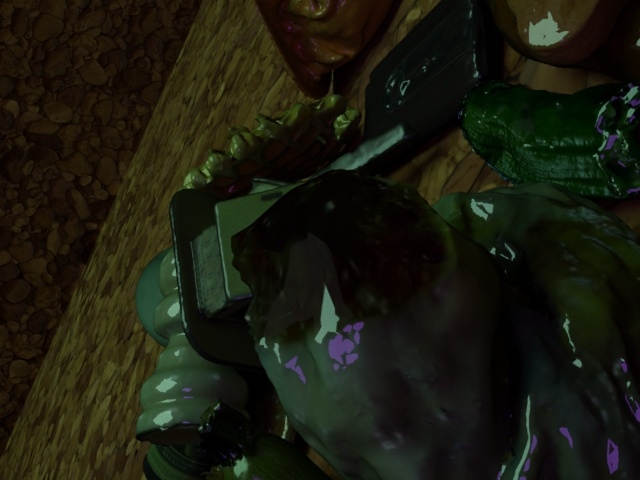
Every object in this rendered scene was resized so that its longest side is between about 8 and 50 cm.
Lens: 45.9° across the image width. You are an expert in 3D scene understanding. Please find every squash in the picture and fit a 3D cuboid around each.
[{"bbox_3d":[0.024,0.237,0.513,0.071,0.318,0.080,-35,-6,-2],"label":"squash"}]

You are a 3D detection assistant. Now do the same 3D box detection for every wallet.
[{"bbox_3d":[0.119,-0.190,0.872,0.229,0.049,0.181,-37,41,52],"label":"wallet"}]

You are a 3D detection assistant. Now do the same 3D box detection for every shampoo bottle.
[{"bbox_3d":[-0.136,0.208,1.000,0.283,0.101,0.101,-61,24,14],"label":"shampoo bottle"}]

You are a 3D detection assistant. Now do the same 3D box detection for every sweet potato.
[{"bbox_3d":[0.202,-0.199,0.629,0.112,0.112,0.359,-55,30,28],"label":"sweet potato"}]

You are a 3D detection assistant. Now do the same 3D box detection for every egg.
[{"bbox_3d":[-0.186,0.087,1.127,0.231,0.168,0.167,3,72,63],"label":"egg"}]

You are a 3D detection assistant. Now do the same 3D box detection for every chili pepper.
[{"bbox_3d":[0.191,-0.081,0.604,0.224,0.061,0.097,-151,61,-61],"label":"chili pepper"}]

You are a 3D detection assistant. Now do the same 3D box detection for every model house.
[{"bbox_3d":[0.000,0.000,0.825,0.279,0.205,0.218,-28,61,31],"label":"model house"}]

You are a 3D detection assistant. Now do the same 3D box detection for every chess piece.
[{"bbox_3d":[-0.149,0.112,0.898,0.133,0.133,0.243,-35,51,51],"label":"chess piece"}]

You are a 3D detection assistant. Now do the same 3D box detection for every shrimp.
[{"bbox_3d":[-0.082,0.249,0.918,0.217,0.051,0.115,-47,25,41],"label":"shrimp"}]

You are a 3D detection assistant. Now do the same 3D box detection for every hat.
[{"bbox_3d":[0.051,-0.362,1.082,0.233,0.233,0.244,-20,59,25],"label":"hat"}]

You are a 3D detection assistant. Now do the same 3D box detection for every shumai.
[{"bbox_3d":[0.051,0.086,0.502,0.304,0.264,0.309,-58,27,22],"label":"shumai"}]

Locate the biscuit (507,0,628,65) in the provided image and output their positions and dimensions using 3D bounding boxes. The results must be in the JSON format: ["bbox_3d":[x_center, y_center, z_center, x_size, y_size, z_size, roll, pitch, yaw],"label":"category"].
[{"bbox_3d":[0.267,-0.255,0.504,0.202,0.047,0.333,26,81,41],"label":"biscuit"}]

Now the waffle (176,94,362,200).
[{"bbox_3d":[-0.065,-0.101,0.990,0.056,0.261,0.250,58,148,8],"label":"waffle"}]
